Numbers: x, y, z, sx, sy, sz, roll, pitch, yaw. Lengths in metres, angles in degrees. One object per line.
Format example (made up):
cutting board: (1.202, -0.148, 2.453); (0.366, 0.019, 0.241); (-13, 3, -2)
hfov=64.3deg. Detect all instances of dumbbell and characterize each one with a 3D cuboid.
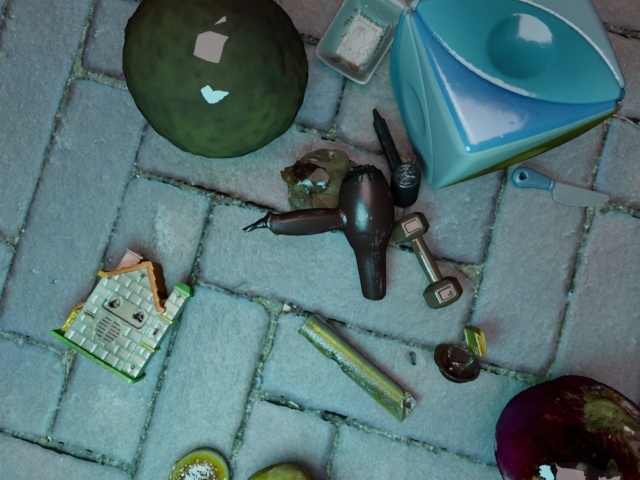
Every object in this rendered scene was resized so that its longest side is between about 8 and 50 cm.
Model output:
dumbbell: (0.249, 0.047, 1.196); (0.092, 0.082, 0.231); (-26, 86, 0)

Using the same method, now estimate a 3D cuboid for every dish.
dish: (0.107, -0.507, 1.232); (0.154, 0.064, 0.234); (33, 100, 3)

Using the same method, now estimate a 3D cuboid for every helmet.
helmet: (0.310, 0.296, 1.190); (0.111, 0.057, 0.089); (25, 51, 12)

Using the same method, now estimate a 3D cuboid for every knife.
knife: (0.580, -0.120, 1.234); (0.244, 0.032, 0.058); (19, 84, -2)

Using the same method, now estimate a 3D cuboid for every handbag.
handbag: (0.361, 0.233, 1.179); (0.027, 0.083, 0.061); (-11, 88, 1)

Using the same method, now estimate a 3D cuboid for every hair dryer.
hair dryer: (0.166, -0.212, 1.206); (0.070, 0.128, 0.255); (-20, 75, 0)
hair dryer: (0.000, 0.000, 1.127); (0.340, 0.123, 0.313); (-7, 110, -13)

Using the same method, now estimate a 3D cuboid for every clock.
clock: (-0.448, 0.165, 1.195); (0.219, 0.106, 0.255); (32, 82, 2)

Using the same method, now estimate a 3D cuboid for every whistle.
whistle: (0.086, 0.295, 1.192); (0.326, 0.057, 0.068); (40, 87, 3)

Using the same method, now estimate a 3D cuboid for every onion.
onion: (0.530, 0.494, 1.072); (0.347, 0.348, 0.385); (7, 120, 1)

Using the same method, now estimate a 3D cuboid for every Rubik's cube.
Rubik's cube: (0.363, -0.336, 1.089); (0.347, 0.352, 0.352); (-20, 88, 0)

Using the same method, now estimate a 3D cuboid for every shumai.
shumai: (0.006, -0.134, 1.196); (0.201, 0.120, 0.201); (0, 84, 3)

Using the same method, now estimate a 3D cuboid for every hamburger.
hamburger: (-0.279, 0.544, 1.168); (0.141, 0.081, 0.127); (-4, 86, 0)

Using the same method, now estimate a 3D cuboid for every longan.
longan: (-0.216, -0.368, 1.087); (0.391, 0.391, 0.391); (0, 86, 1)

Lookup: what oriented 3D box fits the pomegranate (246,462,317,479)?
pomegranate: (-0.085, 0.608, 1.086); (0.248, 0.248, 0.248); (0, 86, 1)
